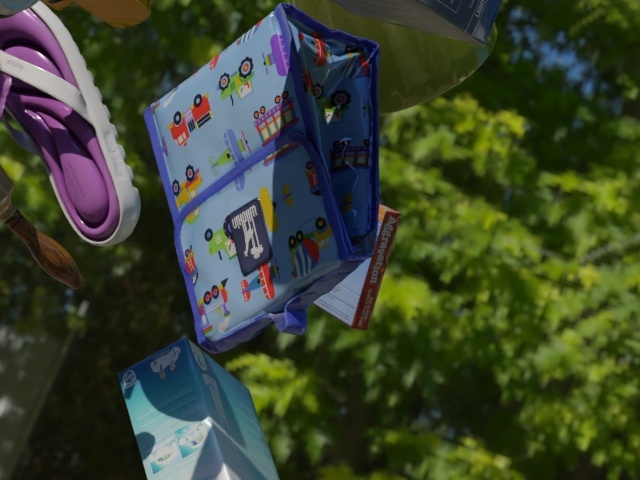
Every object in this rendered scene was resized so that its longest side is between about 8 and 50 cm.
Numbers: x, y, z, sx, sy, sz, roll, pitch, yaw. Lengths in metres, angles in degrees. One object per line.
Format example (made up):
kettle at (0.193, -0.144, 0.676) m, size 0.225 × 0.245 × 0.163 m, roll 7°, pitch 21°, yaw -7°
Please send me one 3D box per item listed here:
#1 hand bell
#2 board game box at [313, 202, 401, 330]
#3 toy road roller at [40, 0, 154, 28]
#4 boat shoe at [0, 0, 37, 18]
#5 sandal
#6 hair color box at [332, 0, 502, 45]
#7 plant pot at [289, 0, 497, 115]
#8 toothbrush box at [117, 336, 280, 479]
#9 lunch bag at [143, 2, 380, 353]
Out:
hand bell at (-0.399, -0.025, 2.067) m, size 0.242 × 0.126 × 0.126 m, roll 48°, pitch -28°, yaw -23°
board game box at (0.000, 0.000, 1.921) m, size 0.027 × 0.145 × 0.281 m, roll 10°, pitch 10°, yaw -30°
toy road roller at (-0.454, -0.476, 2.643) m, size 0.240 × 0.202 × 0.329 m, roll -22°, pitch -25°, yaw 25°
boat shoe at (-0.297, -0.384, 1.889) m, size 0.103 × 0.302 × 0.113 m, roll 15°, pitch -30°, yaw 41°
sandal at (-0.377, -0.178, 2.102) m, size 0.169 × 0.102 × 0.416 m, roll -42°, pitch -103°, yaw 36°
hair color box at (0.005, -0.287, 1.344) m, size 0.174 × 0.105 × 0.347 m, roll 21°, pitch -1°, yaw 41°
plant pot at (0.064, -0.363, 2.098) m, size 0.275 × 0.275 × 0.293 m, roll 7°, pitch -46°, yaw 38°
toothbrush box at (-0.161, 0.323, 2.296) m, size 0.126 × 0.295 × 0.216 m, roll -30°, pitch -35°, yaw 9°
lunch bag at (-0.043, -0.039, 1.516) m, size 0.138 × 0.293 × 0.221 m, roll 17°, pitch -37°, yaw -40°
